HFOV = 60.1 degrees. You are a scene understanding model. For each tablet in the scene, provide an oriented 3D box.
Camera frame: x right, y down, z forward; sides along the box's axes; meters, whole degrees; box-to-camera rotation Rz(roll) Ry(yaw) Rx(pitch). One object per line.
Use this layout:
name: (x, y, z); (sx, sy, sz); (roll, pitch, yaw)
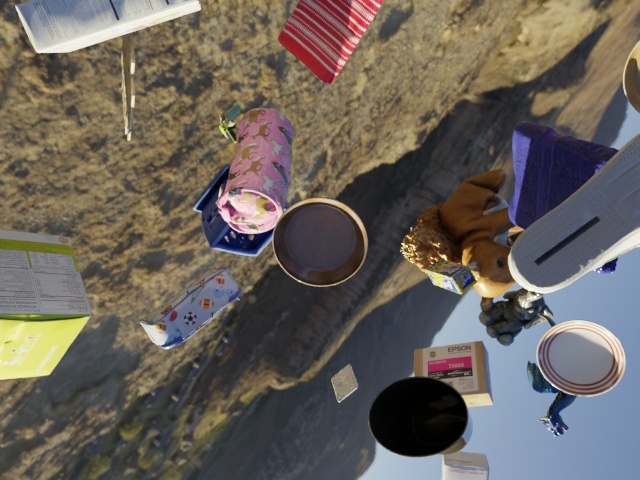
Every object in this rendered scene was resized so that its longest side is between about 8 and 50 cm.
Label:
tablet: (0.050, 0.298, 1.159); (0.054, 0.006, 0.083); (-40, -159, 7)

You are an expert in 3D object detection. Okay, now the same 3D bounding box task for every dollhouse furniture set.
dollhouse furniture set: (-0.288, -0.381, 1.829); (0.076, 0.058, 0.151); (-34, 173, -15)

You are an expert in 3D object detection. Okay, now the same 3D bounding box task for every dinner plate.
dinner plate: (0.455, 0.204, 0.969); (0.141, 0.141, 0.017); (-61, 163, 22)

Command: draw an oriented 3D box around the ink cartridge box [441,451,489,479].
ink cartridge box: (0.364, 0.616, 1.405); (0.063, 0.110, 0.150); (-60, 151, -72)

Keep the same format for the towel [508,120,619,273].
towel: (0.469, -0.094, 1.055); (0.308, 0.077, 0.227); (-117, -160, -66)

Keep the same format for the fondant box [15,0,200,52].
fondant box: (-0.424, -0.491, 1.165); (0.331, 0.096, 0.238); (-18, -159, -4)

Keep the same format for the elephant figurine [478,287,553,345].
elephant figurine: (0.618, 0.206, 1.677); (0.239, 0.169, 0.186); (-43, -169, 34)

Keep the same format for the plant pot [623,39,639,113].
plant pot: (0.744, -0.348, 1.116); (0.032, 0.237, 0.236); (-60, 175, -48)

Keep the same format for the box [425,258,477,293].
box: (0.351, 0.095, 1.494); (0.059, 0.054, 0.169); (-34, -170, -8)

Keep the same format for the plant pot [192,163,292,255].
plant pot: (-0.270, -0.108, 1.854); (0.236, 0.212, 0.236); (-48, 150, 19)

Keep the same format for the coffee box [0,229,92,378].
coffee box: (-0.961, 0.198, 1.681); (0.338, 0.334, 0.337); (9, 131, -49)

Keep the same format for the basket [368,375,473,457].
basket: (0.237, 0.387, 1.185); (0.227, 0.205, 0.154); (40, 42, -56)

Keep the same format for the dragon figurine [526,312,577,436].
dragon figurine: (0.562, 0.324, 1.342); (0.144, 0.288, 0.085); (-16, 169, -12)

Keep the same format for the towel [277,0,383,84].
towel: (0.024, -0.527, 1.278); (0.031, 0.199, 0.274); (-20, 153, -52)

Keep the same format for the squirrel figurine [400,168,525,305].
squirrel figurine: (0.466, 0.024, 1.738); (0.281, 0.398, 0.370); (57, 30, -43)

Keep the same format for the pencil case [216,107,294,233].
pencil case: (-0.168, -0.200, 1.505); (0.160, 0.167, 0.385); (-38, -148, 35)

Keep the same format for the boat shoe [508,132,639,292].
boat shoe: (0.378, -0.056, 0.668); (0.335, 0.121, 0.119); (-34, 170, 23)

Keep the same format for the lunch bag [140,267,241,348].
lunch bag: (-0.385, 0.195, 1.663); (0.303, 0.114, 0.243); (-36, -170, -24)

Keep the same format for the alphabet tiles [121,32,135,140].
alphabet tiles: (-0.544, -0.462, 1.557); (0.011, 0.284, 0.342); (-2, 160, -23)

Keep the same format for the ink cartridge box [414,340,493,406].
ink cartridge box: (0.427, 0.439, 1.794); (0.088, 0.235, 0.193); (56, 29, -41)

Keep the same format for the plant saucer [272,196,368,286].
plant saucer: (0.000, 0.000, 1.160); (0.198, 0.199, 0.036); (-61, -173, 19)
